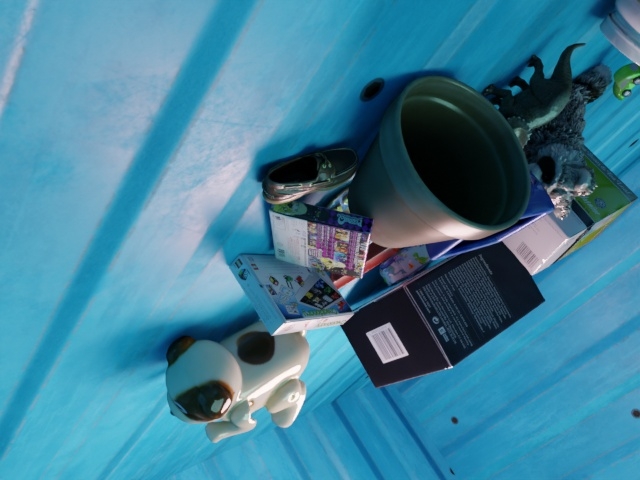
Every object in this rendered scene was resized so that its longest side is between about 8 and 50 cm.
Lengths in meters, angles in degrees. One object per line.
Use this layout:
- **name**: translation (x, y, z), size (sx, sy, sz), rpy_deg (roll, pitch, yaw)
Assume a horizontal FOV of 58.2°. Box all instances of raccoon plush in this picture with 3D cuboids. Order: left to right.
- **raccoon plush**: translation (0.659, -0.268, 1.453), size (0.446, 0.299, 0.216), rpy_deg (-34, 158, -4)

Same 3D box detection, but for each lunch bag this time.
- **lunch bag**: translation (0.292, 0.060, 1.849), size (0.219, 0.090, 0.176), rpy_deg (-33, 173, -4)

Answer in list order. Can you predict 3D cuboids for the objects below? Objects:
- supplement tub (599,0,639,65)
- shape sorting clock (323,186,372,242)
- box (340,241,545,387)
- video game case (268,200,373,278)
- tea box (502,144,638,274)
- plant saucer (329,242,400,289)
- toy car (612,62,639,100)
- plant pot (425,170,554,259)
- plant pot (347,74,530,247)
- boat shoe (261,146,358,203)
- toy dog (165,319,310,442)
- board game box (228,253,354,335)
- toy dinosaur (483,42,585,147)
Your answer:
- **supplement tub**: translation (0.772, -0.523, 1.190), size (0.228, 0.228, 0.316), rpy_deg (-14, 150, -42)
- **shape sorting clock**: translation (0.083, -0.047, 1.363), size (0.206, 0.040, 0.206), rpy_deg (-17, 135, -18)
- **box**: translation (0.397, 0.241, 1.968), size (0.472, 0.297, 0.480), rpy_deg (-26, 172, -30)
- **video game case**: translation (0.000, 0.000, 1.232), size (0.232, 0.210, 0.042), rpy_deg (90, 15, -63)
- **tea box**: translation (0.680, -0.130, 1.722), size (0.323, 0.329, 0.220), rpy_deg (-24, 155, -24)
- **plant saucer**: translation (0.125, 0.054, 1.635), size (0.258, 0.048, 0.259), rpy_deg (-32, 171, -7)
- **toy car**: translation (0.806, -0.453, 1.445), size (0.053, 0.239, 0.225), rpy_deg (14, 139, -9)
- **plant pot**: translation (0.369, -0.104, 1.382), size (0.236, 0.212, 0.236), rpy_deg (-14, 165, -24)
- **plant pot**: translation (0.207, -0.118, 1.166), size (0.323, 0.323, 0.280), rpy_deg (-19, 169, -35)
- **boat shoe**: translation (-0.013, -0.130, 1.082), size (0.207, 0.073, 0.073), rpy_deg (-26, 158, -21)
- **toy dog**: translation (-0.222, 0.364, 1.527), size (0.408, 0.284, 0.395), rpy_deg (0, 139, -52)
- **board game box**: translation (-0.060, 0.122, 1.369), size (0.053, 0.193, 0.305), rpy_deg (-45, 155, 22)
- **toy dinosaur**: translation (0.475, -0.310, 1.293), size (0.313, 0.160, 0.121), rpy_deg (-34, 158, 1)
